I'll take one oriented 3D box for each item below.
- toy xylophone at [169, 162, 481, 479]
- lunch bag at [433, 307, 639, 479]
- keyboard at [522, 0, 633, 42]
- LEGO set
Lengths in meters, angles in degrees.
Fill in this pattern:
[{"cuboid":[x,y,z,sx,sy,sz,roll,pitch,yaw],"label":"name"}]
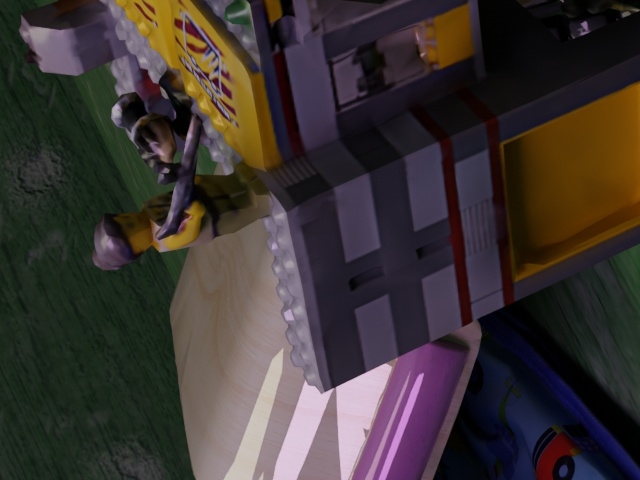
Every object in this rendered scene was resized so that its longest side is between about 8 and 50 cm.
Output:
[{"cuboid":[0.000,0.000,0.878,0.322,0.081,0.236,-100,28,-63],"label":"toy xylophone"},{"cuboid":[0.089,0.154,0.943,0.293,0.138,0.221,-114,1,-60],"label":"lunch bag"},{"cuboid":[-0.028,-0.174,0.479,0.033,0.202,0.317,-53,-53,-66],"label":"keyboard"},{"cuboid":[0.054,-0.053,0.304,0.331,0.192,0.255,55,162,36],"label":"LEGO set"}]
